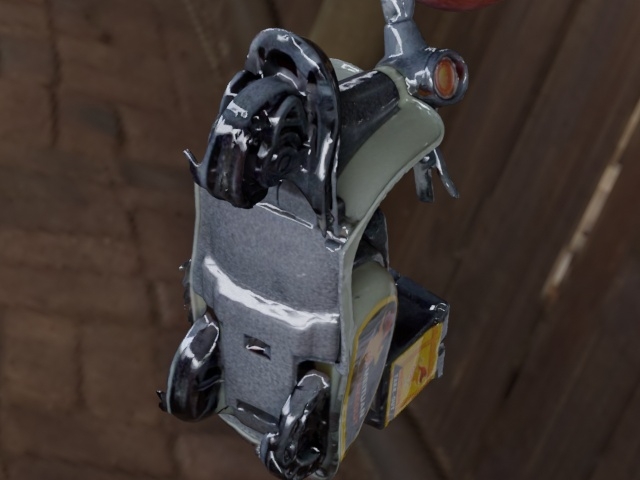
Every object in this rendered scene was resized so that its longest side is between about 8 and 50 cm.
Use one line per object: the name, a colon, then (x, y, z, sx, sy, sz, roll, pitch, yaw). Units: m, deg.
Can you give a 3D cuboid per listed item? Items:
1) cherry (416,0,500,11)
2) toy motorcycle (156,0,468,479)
cherry: (0.047, -0.152, 0.733, 0.106, 0.126, 0.087, 32, 63, 32)
toy motorcycle: (0.000, 0.000, 0.812, 0.091, 0.263, 0.157, 29, 50, 24)
